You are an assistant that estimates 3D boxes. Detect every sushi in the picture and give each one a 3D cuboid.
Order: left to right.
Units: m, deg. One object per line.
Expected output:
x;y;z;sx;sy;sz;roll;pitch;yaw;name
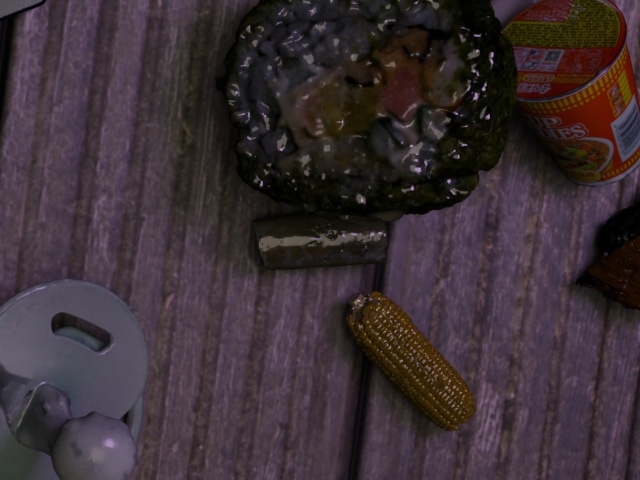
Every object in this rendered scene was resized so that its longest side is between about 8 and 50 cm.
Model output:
0.057;-0.167;1.771;0.352;0.178;0.294;4;88;18;sushi
0.489;-0.013;1.993;0.287;0.140;0.149;-43;140;-10;sushi

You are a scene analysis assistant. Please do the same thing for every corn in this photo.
0.120;0.160;1.921;0.080;0.080;0.238;-45;102;-10;corn

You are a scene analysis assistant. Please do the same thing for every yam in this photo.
0.000;0.000;1.880;0.179;0.078;0.078;-6;94;-13;yam

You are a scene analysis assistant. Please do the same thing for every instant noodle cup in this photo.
0.344;-0.187;1.898;0.193;0.193;0.212;-45;134;-10;instant noodle cup

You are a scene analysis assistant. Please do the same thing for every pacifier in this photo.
-0.301;0.229;1.717;0.288;0.269;0.343;27;88;-40;pacifier

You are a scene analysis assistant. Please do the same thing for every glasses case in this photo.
-0.382;-0.296;1.787;0.083;0.023;0.033;-24;104;-12;glasses case

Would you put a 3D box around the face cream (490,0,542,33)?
0.209;-0.227;1.930;0.314;0.089;0.143;-40;104;-17;face cream
